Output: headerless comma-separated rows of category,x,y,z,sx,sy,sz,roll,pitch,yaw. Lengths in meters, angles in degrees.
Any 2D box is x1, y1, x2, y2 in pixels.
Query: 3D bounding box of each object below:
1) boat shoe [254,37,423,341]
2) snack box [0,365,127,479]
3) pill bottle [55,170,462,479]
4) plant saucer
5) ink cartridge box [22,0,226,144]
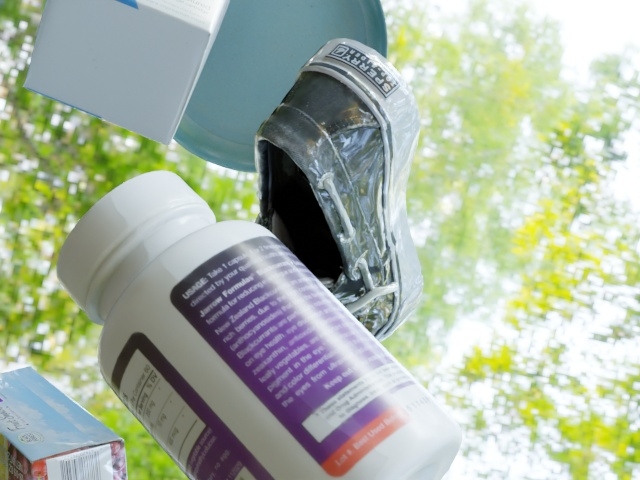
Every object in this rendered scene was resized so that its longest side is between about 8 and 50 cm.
boat shoe,0.003,0.002,0.898,0.113,0.105,0.306,36,-25,16
snack box,-0.189,0.211,0.920,0.174,0.070,0.207,19,-64,57
pill bottle,-0.035,0.059,0.634,0.193,0.108,0.108,45,-61,19
plant saucer,-0.076,-0.242,1.652,0.044,0.317,0.318,-76,-169,-75
ink cartridge box,-0.192,-0.260,1.471,0.233,0.171,0.168,-76,-170,-46
